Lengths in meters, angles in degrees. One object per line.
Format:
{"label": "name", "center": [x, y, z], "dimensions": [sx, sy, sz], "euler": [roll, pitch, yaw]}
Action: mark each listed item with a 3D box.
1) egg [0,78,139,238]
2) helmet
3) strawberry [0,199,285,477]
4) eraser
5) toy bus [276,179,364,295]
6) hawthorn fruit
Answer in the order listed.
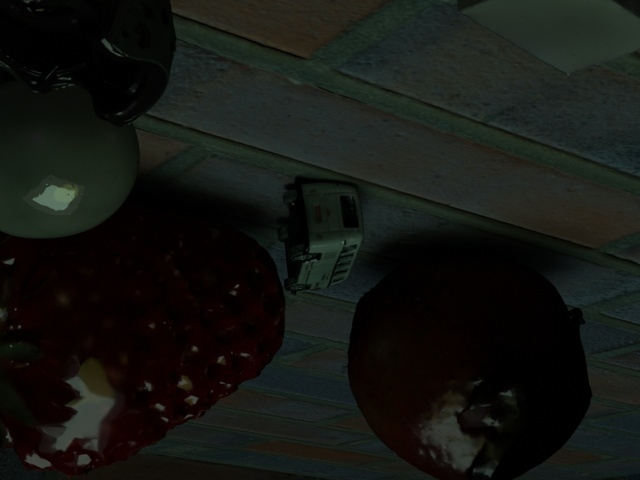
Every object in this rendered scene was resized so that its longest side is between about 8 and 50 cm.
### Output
{"label": "egg", "center": [-0.261, -0.076, 1.174], "dimensions": [0.209, 0.151, 0.151], "euler": [-5, 160, 38]}
{"label": "helmet", "center": [-0.186, -0.177, 0.958], "dimensions": [0.177, 0.107, 0.153], "euler": [23, 162, -2]}
{"label": "strawberry", "center": [-0.202, 0.092, 1.432], "dimensions": [0.345, 0.317, 0.295], "euler": [-7, 165, -11]}
{"label": "eraser", "center": [0.196, -0.181, 1.017], "dimensions": [0.150, 0.023, 0.104], "euler": [19, 154, -41]}
{"label": "toy bus", "center": [0.000, 0.000, 1.462], "dimensions": [0.089, 0.087, 0.194], "euler": [-5, 160, -8]}
{"label": "hawthorn fruit", "center": [0.183, 0.161, 1.578], "dimensions": [0.316, 0.316, 0.316], "euler": [2, 160, 1]}
